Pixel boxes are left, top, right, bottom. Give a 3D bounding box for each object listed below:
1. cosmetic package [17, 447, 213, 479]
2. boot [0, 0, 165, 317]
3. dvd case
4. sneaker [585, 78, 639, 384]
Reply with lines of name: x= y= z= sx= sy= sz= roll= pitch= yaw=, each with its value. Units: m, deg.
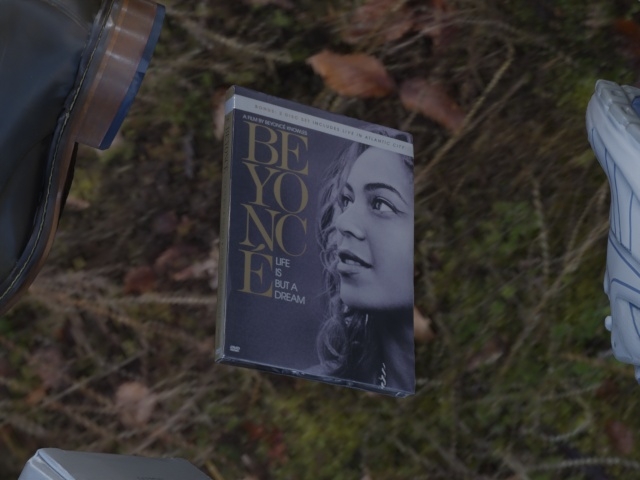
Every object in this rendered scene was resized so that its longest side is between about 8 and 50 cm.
cosmetic package: x=-0.112 y=0.220 z=0.661 sx=0.107 sy=0.127 sz=0.238 roll=34 pitch=96 yaw=26
boot: x=-0.162 y=-0.048 z=0.702 sx=0.106 sy=0.082 sz=0.219 roll=23 pitch=127 yaw=-17
dvd case: x=0.000 y=0.000 z=1.142 sx=0.018 sy=0.164 sz=0.221 roll=-35 pitch=48 yaw=53
sneaker: x=0.199 y=0.008 z=0.852 sx=0.111 sy=0.297 sz=0.129 roll=15 pitch=122 yaw=-15
